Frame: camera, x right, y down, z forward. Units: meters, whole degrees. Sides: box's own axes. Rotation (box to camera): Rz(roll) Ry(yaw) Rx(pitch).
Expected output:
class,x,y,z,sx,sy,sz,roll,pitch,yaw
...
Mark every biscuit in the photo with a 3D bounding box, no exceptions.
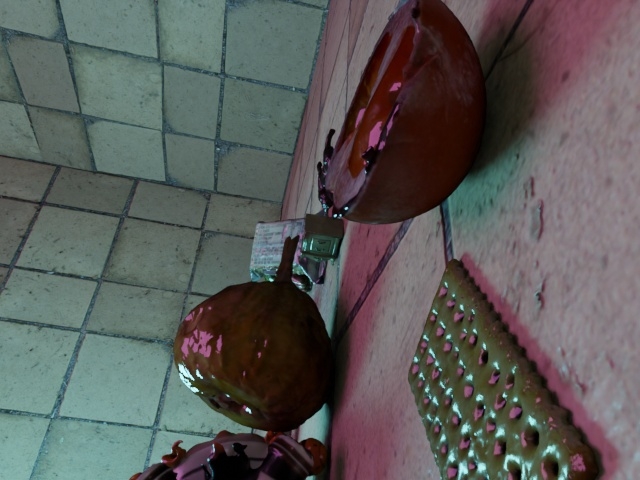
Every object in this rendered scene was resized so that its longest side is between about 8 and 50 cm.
class,x,y,z,sx,sy,sz,roll,pitch,yaw
biscuit,0.107,0.119,0.374,0.231,0.016,0.139,-99,21,-66
biscuit,-0.083,0.021,1.318,0.309,0.079,0.186,-7,73,49

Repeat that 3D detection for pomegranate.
class,x,y,z,sx,sy,sz,roll,pitch,yaw
pomegranate,-0.086,0.085,1.443,0.138,0.125,0.163,-46,17,-6

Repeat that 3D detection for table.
class,x,y,z,sx,sy,sz,roll,pitch,yaw
table,0.000,0.000,1.077,0.062,0.079,0.083,-87,8,-51

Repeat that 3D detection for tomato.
class,x,y,z,sx,sy,sz,roll,pitch,yaw
tomato,0.084,-0.105,0.459,0.228,0.112,0.199,-98,26,-69

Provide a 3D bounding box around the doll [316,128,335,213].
class,x,y,z,sx,sy,sz,roll,pitch,yaw
doll,0.023,-0.147,1.178,0.139,0.057,0.165,115,163,-58

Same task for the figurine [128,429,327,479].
class,x,y,z,sx,sy,sz,roll,pitch,yaw
figurine,-0.141,0.403,0.831,0.323,0.320,0.196,95,166,-66

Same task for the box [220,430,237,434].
class,x,y,z,sx,sy,sz,roll,pitch,yaw
box,-0.237,0.561,1.243,0.112,0.048,0.175,-133,56,-80

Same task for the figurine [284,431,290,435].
class,x,y,z,sx,sy,sz,roll,pitch,yaw
figurine,-0.102,0.349,1.272,0.186,0.176,0.287,-12,82,38

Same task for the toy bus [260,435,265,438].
class,x,y,z,sx,sy,sz,roll,pitch,yaw
toy bus,-0.155,0.616,1.249,0.276,0.134,0.164,-97,20,-69

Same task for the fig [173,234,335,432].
class,x,y,z,sx,sy,sz,roll,pitch,yaw
fig,-0.082,0.138,0.947,0.286,0.286,0.368,114,178,-62
